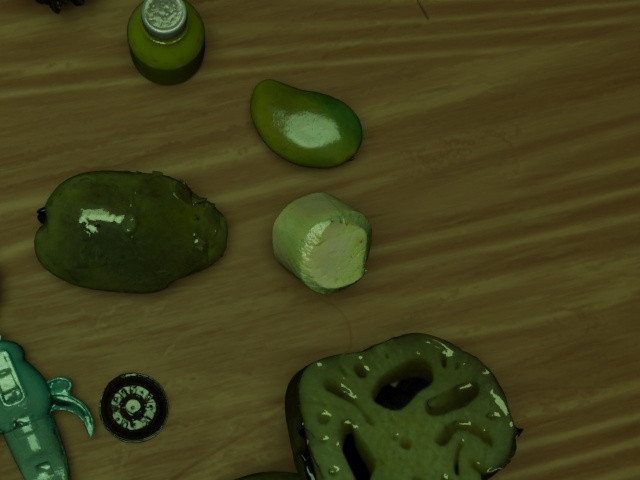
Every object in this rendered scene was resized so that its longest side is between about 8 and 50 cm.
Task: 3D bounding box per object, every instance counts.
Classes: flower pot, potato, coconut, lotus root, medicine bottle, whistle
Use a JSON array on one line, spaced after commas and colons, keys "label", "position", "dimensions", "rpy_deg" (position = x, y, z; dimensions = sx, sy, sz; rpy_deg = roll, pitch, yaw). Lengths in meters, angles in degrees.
[{"label": "flower pot", "position": [-0.288, 0.257, 1.874], "dimensions": [0.111, 0.089, 0.111], "rpy_deg": [1, 83, -6]}, {"label": "potato", "position": [-0.288, -0.013, 1.878], "dimensions": [0.296, 0.141, 0.191], "rpy_deg": [0, 107, -15]}, {"label": "coconut", "position": [0.000, 0.000, 1.910], "dimensions": [0.147, 0.153, 0.147], "rpy_deg": [-9, 111, -24]}, {"label": "lotus root", "position": [0.114, 0.313, 1.838], "dimensions": [0.375, 0.111, 0.390], "rpy_deg": [38, 59, -7]}, {"label": "medicine bottle", "position": [-0.239, -0.322, 1.889], "dimensions": [0.122, 0.212, 0.122], "rpy_deg": [1, 83, -6]}, {"label": "whistle", "position": [-0.452, 0.263, 1.859], "dimensions": [0.186, 0.093, 0.274], "rpy_deg": [-22, 89, -8]}]

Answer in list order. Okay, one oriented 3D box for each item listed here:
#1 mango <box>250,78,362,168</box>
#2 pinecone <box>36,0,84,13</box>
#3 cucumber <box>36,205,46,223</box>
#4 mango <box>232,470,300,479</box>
[{"label": "mango", "position": [-0.026, -0.181, 1.964], "dimensions": [0.191, 0.085, 0.122], "rpy_deg": [16, 92, 6]}, {"label": "pinecone", "position": [-0.399, -0.485, 1.893], "dimensions": [0.224, 0.224, 0.272], "rpy_deg": [44, 77, 1]}, {"label": "cucumber", "position": [-0.384, -0.061, 1.933], "dimensions": [0.135, 0.033, 0.034], "rpy_deg": [-13, 48, -8]}, {"label": "mango", "position": [-0.041, 0.447, 1.849], "dimensions": [0.329, 0.175, 0.176], "rpy_deg": [8, 106, -24]}]
